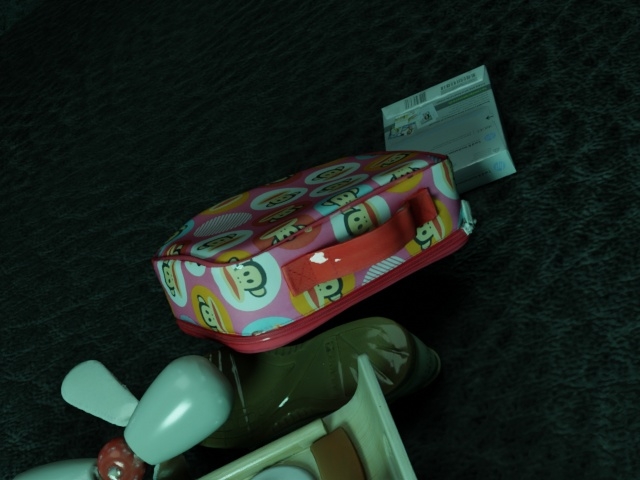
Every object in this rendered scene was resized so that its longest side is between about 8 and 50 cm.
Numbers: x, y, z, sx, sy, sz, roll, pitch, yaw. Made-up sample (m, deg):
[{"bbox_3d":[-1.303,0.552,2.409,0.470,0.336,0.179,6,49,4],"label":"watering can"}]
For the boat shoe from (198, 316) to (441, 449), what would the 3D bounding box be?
[{"bbox_3d":[-0.022,0.149,0.907,0.285,0.089,0.105,-14,66,29],"label":"boat shoe"}]

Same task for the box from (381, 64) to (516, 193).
[{"bbox_3d":[0.149,-0.123,1.115,0.145,0.038,0.186,-22,36,17],"label":"box"}]

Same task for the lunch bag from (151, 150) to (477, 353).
[{"bbox_3d":[0.000,0.000,0.923,0.293,0.120,0.258,-27,14,-26],"label":"lunch bag"}]

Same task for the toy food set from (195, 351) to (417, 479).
[{"bbox_3d":[-0.069,0.229,0.674,0.306,0.092,0.220,-26,39,3],"label":"toy food set"}]

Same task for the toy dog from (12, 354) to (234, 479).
[{"bbox_3d":[-0.211,0.231,0.886,0.333,0.220,0.161,-19,6,8],"label":"toy dog"}]
